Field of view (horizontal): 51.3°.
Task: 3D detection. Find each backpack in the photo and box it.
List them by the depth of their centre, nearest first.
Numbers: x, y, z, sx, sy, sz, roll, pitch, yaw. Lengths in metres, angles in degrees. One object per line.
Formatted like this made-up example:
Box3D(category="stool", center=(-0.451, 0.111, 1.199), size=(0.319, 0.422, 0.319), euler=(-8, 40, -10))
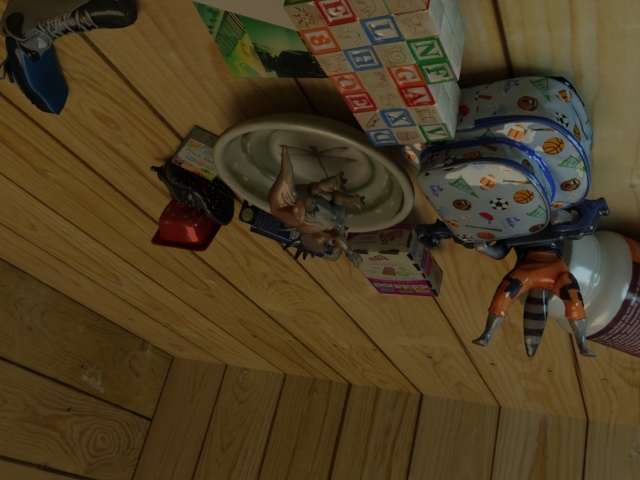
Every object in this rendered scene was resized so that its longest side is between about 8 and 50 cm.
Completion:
Box3D(category="backpack", center=(0.287, -0.132, 1.050), size=(0.263, 0.213, 0.276), euler=(-16, 141, 33))

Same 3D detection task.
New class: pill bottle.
Box3D(category="pill bottle", center=(0.619, 0.110, 1.356), size=(0.392, 0.224, 0.224), euler=(19, 157, -12))

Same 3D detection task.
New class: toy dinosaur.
Box3D(category="toy dinosaur", center=(-0.029, -0.050, 1.271), size=(0.200, 0.127, 0.295), euler=(2, 149, 44))

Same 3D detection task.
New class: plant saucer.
Box3D(category="plant saucer", center=(-0.006, -0.147, 1.306), size=(0.400, 0.100, 0.400), euler=(13, 157, 6))

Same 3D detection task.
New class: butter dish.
Box3D(category="butter dish", center=(-0.336, -0.064, 1.674), size=(0.160, 0.160, 0.118), euler=(9, 133, 15))

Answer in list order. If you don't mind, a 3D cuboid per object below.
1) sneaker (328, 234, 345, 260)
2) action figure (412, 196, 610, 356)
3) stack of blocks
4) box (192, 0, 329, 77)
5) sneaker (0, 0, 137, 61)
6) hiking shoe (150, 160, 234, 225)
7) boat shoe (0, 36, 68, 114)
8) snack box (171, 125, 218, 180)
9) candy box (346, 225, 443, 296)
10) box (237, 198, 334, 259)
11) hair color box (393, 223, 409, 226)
Box3D(category="sneaker", center=(0.000, 0.000, 1.645), size=(0.088, 0.093, 0.225), euler=(6, 156, 20))
Box3D(category="action figure", center=(0.350, 0.037, 1.228), size=(0.341, 0.330, 0.178), euler=(0, 163, 26))
Box3D(category="stack of blocks", center=(0.101, -0.249, 0.885), size=(0.171, 0.087, 0.297), euler=(0, 153, 29))
Box3D(category="box", center=(-0.018, -0.326, 0.959), size=(0.322, 0.058, 0.232), euler=(7, 155, 20))
Box3D(category="sneaker", center=(-0.415, -0.339, 1.075), size=(0.228, 0.132, 0.086), euler=(9, 156, 14))
Box3D(category="hiking shoe", center=(-0.300, -0.117, 1.597), size=(0.114, 0.086, 0.227), euler=(6, 149, 43))
Box3D(category="boat shoe", center=(-0.555, -0.314, 1.256), size=(0.089, 0.109, 0.258), euler=(19, 155, -1))
Box3D(category="snack box", center=(-0.254, -0.186, 1.446), size=(0.100, 0.037, 0.141), euler=(24, 155, -22))
Box3D(category="candy box", center=(0.174, 0.050, 1.547), size=(0.159, 0.071, 0.233), euler=(1, 153, 28))
Box3D(category="box", center=(-0.068, -0.059, 1.497), size=(0.225, 0.136, 0.036), euler=(22, 156, -15))
Box3D(category="hair color box", center=(0.179, 0.016, 1.624), size=(0.093, 0.053, 0.167), euler=(13, 155, 3))
